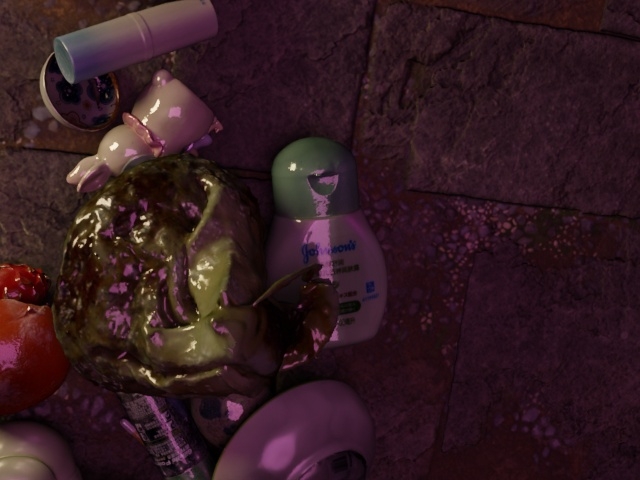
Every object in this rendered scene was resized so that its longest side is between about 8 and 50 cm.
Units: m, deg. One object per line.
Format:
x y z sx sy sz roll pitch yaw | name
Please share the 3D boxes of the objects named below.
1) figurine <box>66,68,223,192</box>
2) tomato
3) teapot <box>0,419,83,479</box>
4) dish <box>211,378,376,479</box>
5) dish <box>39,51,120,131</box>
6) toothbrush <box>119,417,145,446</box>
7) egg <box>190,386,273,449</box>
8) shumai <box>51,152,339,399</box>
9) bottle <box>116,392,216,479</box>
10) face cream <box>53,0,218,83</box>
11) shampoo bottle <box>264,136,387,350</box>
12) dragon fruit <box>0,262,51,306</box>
-0.281 -0.143 1.667 0.235 0.127 0.155 -48 143 -4 | figurine
-0.485 0.203 1.650 0.199 0.112 0.228 -10 133 -8 | tomato
-0.449 0.400 1.721 0.318 0.149 0.220 -13 105 -10 | teapot
-0.019 0.403 1.767 0.324 0.124 0.324 -21 130 -28 | dish
-0.397 -0.231 1.653 0.141 0.078 0.141 16 67 -42 | dish
-0.251 0.409 1.839 0.024 0.021 0.288 -45 108 -13 | toothbrush
-0.154 0.274 1.776 0.141 0.141 0.182 -26 94 -7 | egg
-0.178 0.095 1.547 0.395 0.348 0.395 -21 124 -35 | shumai
-0.262 0.320 1.771 0.093 0.093 0.330 -28 103 -7 | bottle
-0.285 -0.316 1.622 0.250 0.077 0.077 -24 106 -26 | face cream
0.000 0.000 1.752 0.221 0.151 0.350 -7 102 -10 | shampoo bottle
-0.532 0.085 1.676 0.190 0.094 0.094 -2 102 -4 | dragon fruit
